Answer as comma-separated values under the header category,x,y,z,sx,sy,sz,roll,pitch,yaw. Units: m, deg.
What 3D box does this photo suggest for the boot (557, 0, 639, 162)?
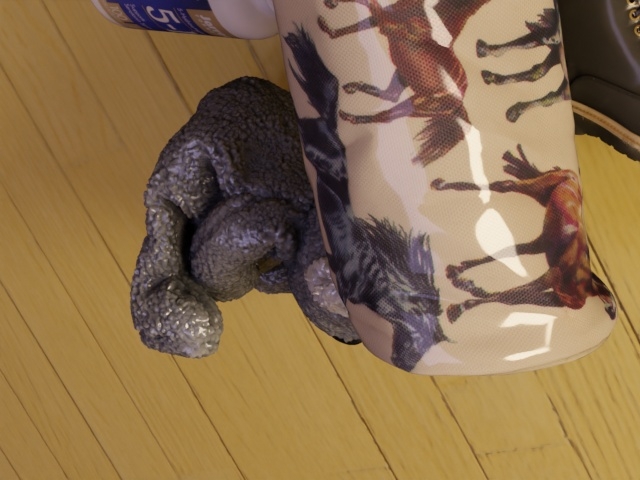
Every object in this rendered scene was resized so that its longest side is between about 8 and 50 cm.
category,x,y,z,sx,sy,sz,roll,pitch,yaw
boot,0.204,-0.122,0.767,0.198,0.077,0.137,19,123,28

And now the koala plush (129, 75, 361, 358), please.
category,x,y,z,sx,sy,sz,roll,pitch,yaw
koala plush,0.000,0.000,0.936,0.221,0.196,0.203,23,121,31

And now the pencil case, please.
category,x,y,z,sx,sy,sz,roll,pitch,yaw
pencil case,0.068,-0.120,0.739,0.160,0.183,0.410,8,113,56

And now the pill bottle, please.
category,x,y,z,sx,sy,sz,roll,pitch,yaw
pill bottle,-0.069,-0.200,0.904,0.187,0.112,0.112,11,125,34
